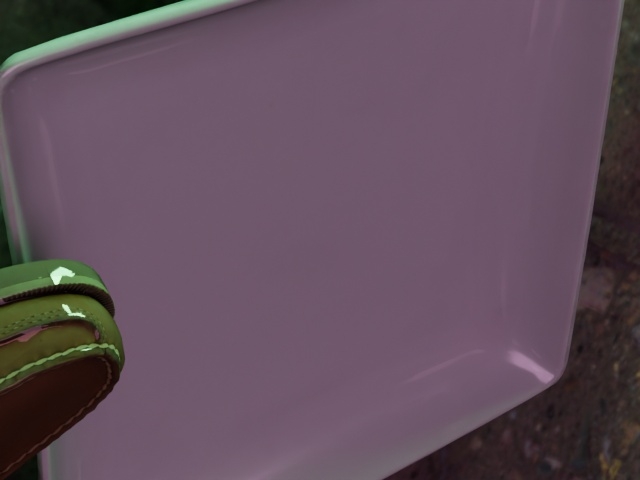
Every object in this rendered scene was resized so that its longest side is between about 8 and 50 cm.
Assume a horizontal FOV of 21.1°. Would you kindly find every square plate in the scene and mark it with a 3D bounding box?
[{"bbox_3d":[0.000,0.000,0.840,0.347,0.049,0.344,-23,135,-28],"label":"square plate"}]

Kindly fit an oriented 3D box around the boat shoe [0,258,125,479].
[{"bbox_3d":[-0.197,0.123,0.653,0.307,0.104,0.110,-31,151,-10],"label":"boat shoe"}]
